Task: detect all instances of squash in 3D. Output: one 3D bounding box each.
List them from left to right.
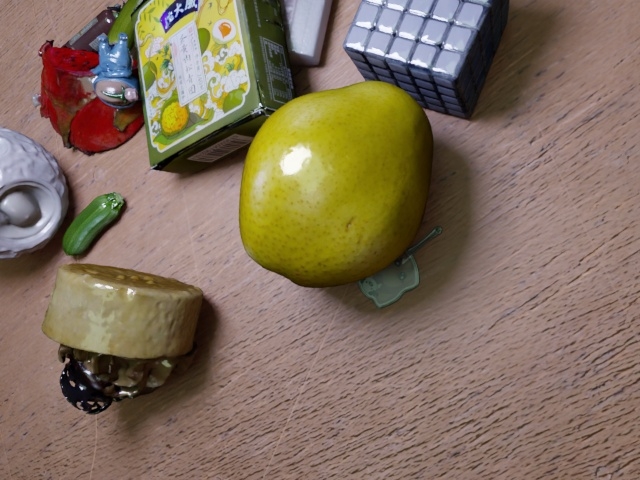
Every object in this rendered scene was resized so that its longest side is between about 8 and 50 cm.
[{"bbox_3d":[-0.593,-0.045,1.343,0.219,0.068,0.077,-42,63,12],"label":"squash"},{"bbox_3d":[-0.481,-0.555,1.316,0.069,0.069,0.258,14,68,20],"label":"squash"}]

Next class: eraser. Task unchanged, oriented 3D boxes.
[{"bbox_3d":[-0.060,-0.549,1.190,0.174,0.095,0.270,12,91,23],"label":"eraser"}]

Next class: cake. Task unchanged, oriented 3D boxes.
[{"bbox_3d":[-0.442,0.229,1.137,0.332,0.332,0.321,13,91,20],"label":"cake"}]

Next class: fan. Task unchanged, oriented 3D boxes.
[{"bbox_3d":[0.171,0.042,1.102,0.220,0.009,0.132,-41,76,13],"label":"fan"}]

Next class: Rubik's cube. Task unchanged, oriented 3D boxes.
[{"bbox_3d":[0.214,-0.403,1.008,0.238,0.237,0.237,24,94,20],"label":"Rubik's cube"}]

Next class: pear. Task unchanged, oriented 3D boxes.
[{"bbox_3d":[0.032,-0.104,0.979,0.362,0.362,0.418,42,88,18],"label":"pear"}]

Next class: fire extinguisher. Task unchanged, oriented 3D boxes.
[{"bbox_3d":[-0.590,-0.554,1.372,0.231,0.099,0.071,-33,94,15],"label":"fire extinguisher"}]

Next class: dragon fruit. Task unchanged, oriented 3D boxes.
[{"bbox_3d":[-0.595,-0.357,1.334,0.343,0.100,0.282,11,104,7],"label":"dragon fruit"}]

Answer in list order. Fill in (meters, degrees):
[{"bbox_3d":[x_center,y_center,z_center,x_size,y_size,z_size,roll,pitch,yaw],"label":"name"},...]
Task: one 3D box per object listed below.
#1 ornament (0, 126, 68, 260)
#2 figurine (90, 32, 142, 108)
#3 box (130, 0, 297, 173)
[{"bbox_3d":[-0.819,-0.122,1.290,0.337,0.337,0.337,-2,85,19],"label":"ornament"},{"bbox_3d":[-0.475,-0.378,1.195,0.114,0.178,0.144,-3,45,-17],"label":"figurine"},{"bbox_3d":[-0.250,-0.398,1.165,0.373,0.138,0.420,-16,79,37],"label":"box"}]
